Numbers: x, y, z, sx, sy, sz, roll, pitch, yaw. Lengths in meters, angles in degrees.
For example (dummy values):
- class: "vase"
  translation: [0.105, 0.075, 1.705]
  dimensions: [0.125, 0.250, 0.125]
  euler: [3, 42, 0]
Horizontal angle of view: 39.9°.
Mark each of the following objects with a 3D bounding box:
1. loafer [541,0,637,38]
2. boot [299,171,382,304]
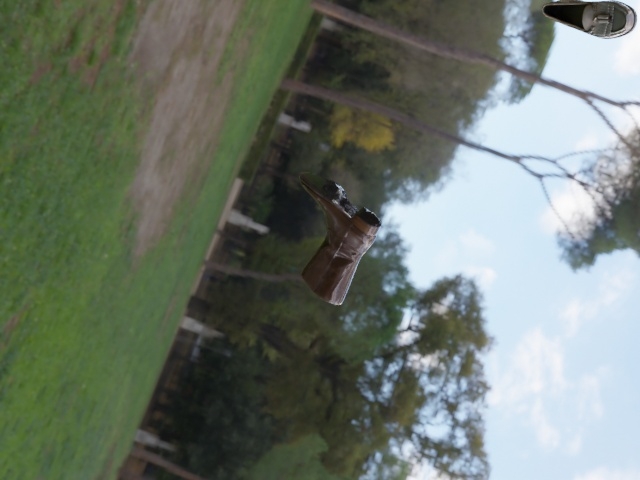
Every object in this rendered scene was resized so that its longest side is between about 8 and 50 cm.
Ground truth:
- class: "loafer"
  translation: [0.313, -0.263, 1.039]
  dimensions: [0.125, 0.039, 0.045]
  euler: [34, -53, 55]
- class: "boot"
  translation: [0.000, 0.000, 0.914]
  dimensions: [0.037, 0.106, 0.114]
  euler: [-24, 148, -51]
